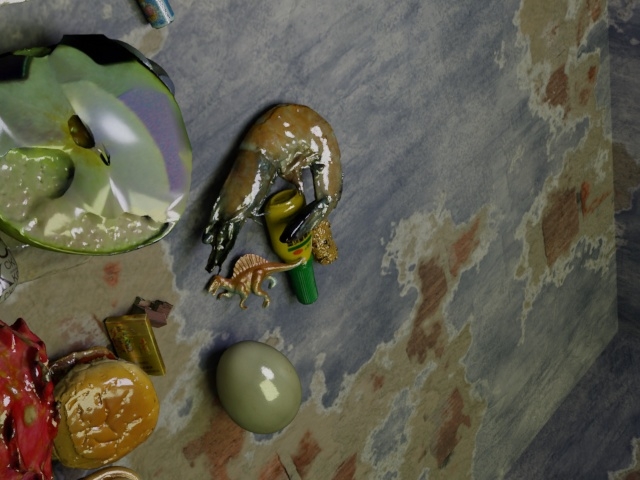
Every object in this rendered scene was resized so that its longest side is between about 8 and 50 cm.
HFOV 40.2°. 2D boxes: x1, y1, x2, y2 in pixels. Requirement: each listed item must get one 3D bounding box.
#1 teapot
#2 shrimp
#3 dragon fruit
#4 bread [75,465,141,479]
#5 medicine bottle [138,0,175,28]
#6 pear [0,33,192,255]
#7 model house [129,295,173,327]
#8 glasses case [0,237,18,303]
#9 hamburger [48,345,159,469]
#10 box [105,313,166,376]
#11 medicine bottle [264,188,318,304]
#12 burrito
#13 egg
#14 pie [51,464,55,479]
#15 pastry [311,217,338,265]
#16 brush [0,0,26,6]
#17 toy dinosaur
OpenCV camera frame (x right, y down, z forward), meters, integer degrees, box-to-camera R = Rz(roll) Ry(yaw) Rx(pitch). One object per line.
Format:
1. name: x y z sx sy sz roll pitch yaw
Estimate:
1. teapot: -0.321 -0.296 1.603 0.111 0.108 0.149 -24 124 -42
2. shrimp: -0.103 -0.093 1.909 0.272 0.085 0.445 42 68 -25
3. dragon fruit: -0.548 0.273 1.403 0.249 0.371 0.386 -16 106 -39
4. bread: -0.466 0.553 1.744 0.173 0.121 0.311 -2 141 -47
5. medicine bottle: -0.322 -0.473 1.567 0.051 0.051 0.191 -46 135 -24
6. pear: -0.426 -0.138 1.466 0.399 0.165 0.399 15 67 -38
7. model house: -0.344 0.152 1.820 0.083 0.058 0.057 26 87 -50
8. glasses case: -0.598 -0.040 1.308 0.355 0.085 0.137 53 39 -11
9. hamburger: -0.449 0.330 1.702 0.244 0.163 0.244 -25 127 -37
10. box: -0.378 0.219 1.797 0.022 0.089 0.156 -86 169 -55
11. medicine bottle: -0.059 0.022 2.071 0.111 0.076 0.309 -32 130 -24
12. burrito: -0.517 0.012 1.529 0.299 0.105 0.143 -20 125 -44
13. egg: -0.146 0.338 2.027 0.188 0.188 0.254 -48 131 -23
14. pie: -0.625 0.483 1.585 0.323 0.070 0.323 0 90 -36
15. pastry: 0.000 0.000 2.145 0.080 0.056 0.140 -42 128 -38
16. brush: -0.524 -0.391 1.401 0.336 0.020 0.085 -29 126 -38
17. toy dinosaur: -0.153 0.075 1.997 0.212 0.057 0.142 -51 120 -16
